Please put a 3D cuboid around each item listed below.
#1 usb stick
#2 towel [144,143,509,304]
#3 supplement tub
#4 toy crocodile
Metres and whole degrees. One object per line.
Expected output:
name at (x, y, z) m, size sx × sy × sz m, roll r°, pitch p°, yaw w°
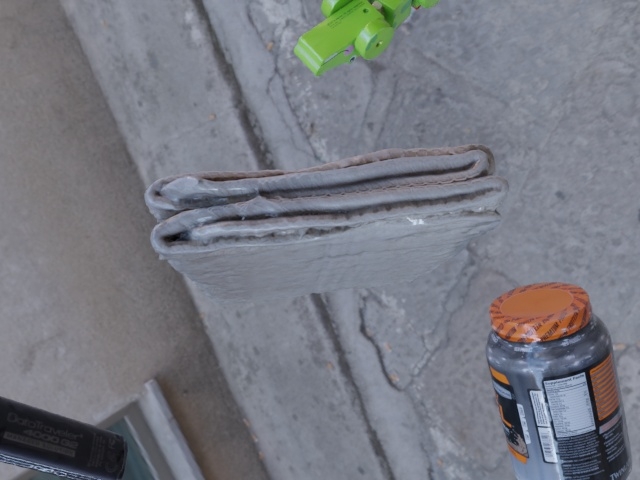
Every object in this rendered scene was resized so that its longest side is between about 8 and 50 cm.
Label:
usb stick at (-0.367, 0.246, 0.841) m, size 0.045 × 0.077 × 0.278 m, roll -28°, pitch 136°, yaw 31°
towel at (0.000, 0.000, 0.448) m, size 0.282 × 0.187 × 0.049 m, roll 107°, pitch 156°, yaw -78°
supplement tub at (0.406, 0.257, 1.156) m, size 0.207 × 0.207 × 0.337 m, roll 0°, pitch 112°, yaw 47°
toy crocodile at (0.105, -0.382, 1.093) m, size 0.115 × 0.341 × 0.105 m, roll 45°, pitch 169°, yaw 17°
